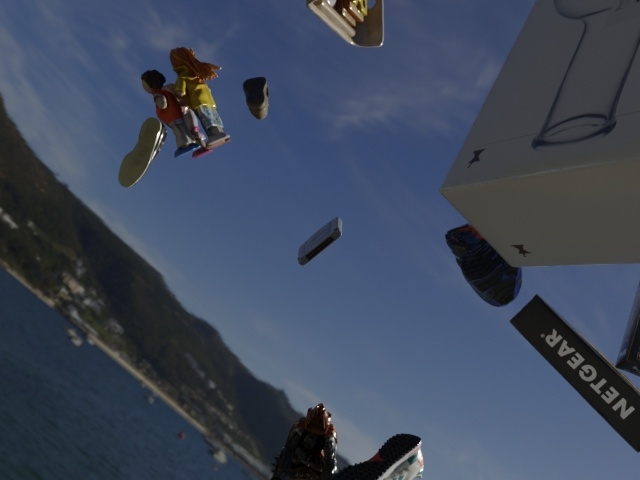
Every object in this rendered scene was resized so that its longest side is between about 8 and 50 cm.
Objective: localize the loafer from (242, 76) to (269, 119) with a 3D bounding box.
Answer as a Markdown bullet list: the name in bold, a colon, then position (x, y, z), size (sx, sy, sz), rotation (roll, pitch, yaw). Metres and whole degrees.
- **loafer**: position (-0.142, -0.314, 1.617), size (0.056, 0.148, 0.050), rotation (-6, -52, 4)

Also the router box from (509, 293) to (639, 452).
- **router box**: position (0.291, 0.142, 0.792), size (0.179, 0.046, 0.133), rotation (48, 10, 23)

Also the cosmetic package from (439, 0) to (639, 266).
- **cosmetic package**: position (0.273, -0.128, 0.380), size (0.097, 0.284, 0.377), rotation (39, -25, -27)

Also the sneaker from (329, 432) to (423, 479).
- **sneaker**: position (0.078, 0.322, 0.962), size (0.057, 0.161, 0.075), rotation (6, -65, 52)

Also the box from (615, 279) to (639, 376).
- **box**: position (0.592, 0.150, 1.119), size (0.231, 0.183, 0.056), rotation (22, -19, 9)

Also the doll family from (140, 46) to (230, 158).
- **doll family**: position (-0.203, -0.231, 1.194), size (0.263, 0.118, 0.163), rotation (-114, 179, -84)

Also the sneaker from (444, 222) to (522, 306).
- **sneaker**: position (0.241, 0.041, 1.037), size (0.087, 0.083, 0.221), rotation (62, 10, -18)

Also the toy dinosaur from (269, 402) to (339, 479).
- **toy dinosaur**: position (-0.030, 0.430, 1.493), size (0.165, 0.218, 0.321), rotation (-2, -47, 18)

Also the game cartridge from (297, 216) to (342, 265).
- **game cartridge**: position (0.000, 0.000, 1.123), size (0.017, 0.083, 0.056), rotation (44, 20, -20)

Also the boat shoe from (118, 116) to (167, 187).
- **boat shoe**: position (-0.310, -0.151, 1.291), size (0.049, 0.133, 0.042), rotation (25, -2, 13)

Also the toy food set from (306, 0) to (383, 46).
- **toy food set**: position (0.055, -0.473, 1.244), size (0.093, 0.219, 0.306), rotation (-2, -2, 20)
